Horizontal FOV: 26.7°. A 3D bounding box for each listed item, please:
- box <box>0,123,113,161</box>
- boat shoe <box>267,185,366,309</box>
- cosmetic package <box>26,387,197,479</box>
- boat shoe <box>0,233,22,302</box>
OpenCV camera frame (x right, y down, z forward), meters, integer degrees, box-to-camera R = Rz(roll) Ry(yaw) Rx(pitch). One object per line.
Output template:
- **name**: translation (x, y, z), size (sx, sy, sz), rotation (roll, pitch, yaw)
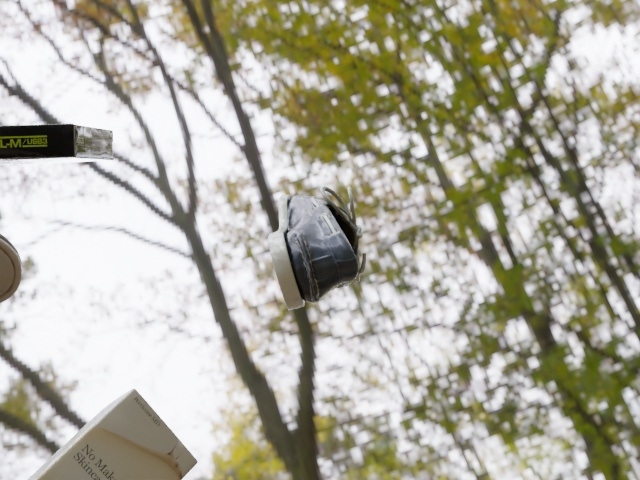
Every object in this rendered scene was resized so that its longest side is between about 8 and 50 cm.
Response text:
- **box**: translation (-0.352, -0.111, 1.575), size (0.184, 0.045, 0.191), rotation (-3, 2, 5)
- **boat shoe**: translation (0.000, 0.000, 1.250), size (0.079, 0.095, 0.254), rotation (-14, 6, 4)
- **cosmetic package**: translation (-0.343, 0.379, 1.986), size (0.113, 0.160, 0.309), rotation (-36, 7, 47)
- **boat shoe**: translation (-0.462, 0.007, 1.350), size (0.335, 0.095, 0.112), rotation (2, -75, -3)
